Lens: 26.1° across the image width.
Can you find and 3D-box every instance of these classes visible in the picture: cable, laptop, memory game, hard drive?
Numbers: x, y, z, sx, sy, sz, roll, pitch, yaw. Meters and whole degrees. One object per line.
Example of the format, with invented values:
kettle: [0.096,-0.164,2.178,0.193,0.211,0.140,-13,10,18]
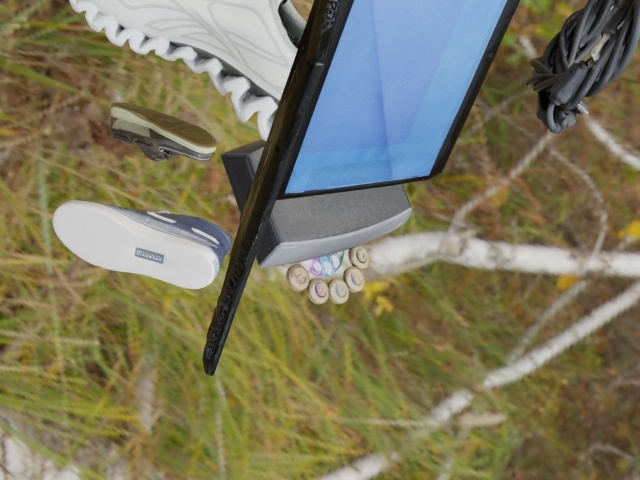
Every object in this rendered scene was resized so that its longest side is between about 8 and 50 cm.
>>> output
cable: [0.216,-0.168,1.082,0.047,0.184,0.150,30,118,-4]
laptop: [0.040,-0.067,0.838,0.137,0.264,0.234,17,129,-5]
memory game: [0.000,0.000,1.907,0.186,0.012,0.186,16,65,-38]
hard drive: [0.004,-0.069,1.800,0.255,0.054,0.172,-16,85,-39]

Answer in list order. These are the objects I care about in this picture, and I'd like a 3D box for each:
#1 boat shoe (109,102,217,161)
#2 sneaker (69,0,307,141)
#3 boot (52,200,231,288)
boat shoe: [-0.174,-0.111,1.516,0.056,0.152,0.049,-7,116,-48]
sneaker: [-0.097,-0.202,1.188,0.292,0.110,0.118,30,130,-15]
boot: [-0.195,-0.005,1.522,0.086,0.190,0.069,-63,174,-64]
